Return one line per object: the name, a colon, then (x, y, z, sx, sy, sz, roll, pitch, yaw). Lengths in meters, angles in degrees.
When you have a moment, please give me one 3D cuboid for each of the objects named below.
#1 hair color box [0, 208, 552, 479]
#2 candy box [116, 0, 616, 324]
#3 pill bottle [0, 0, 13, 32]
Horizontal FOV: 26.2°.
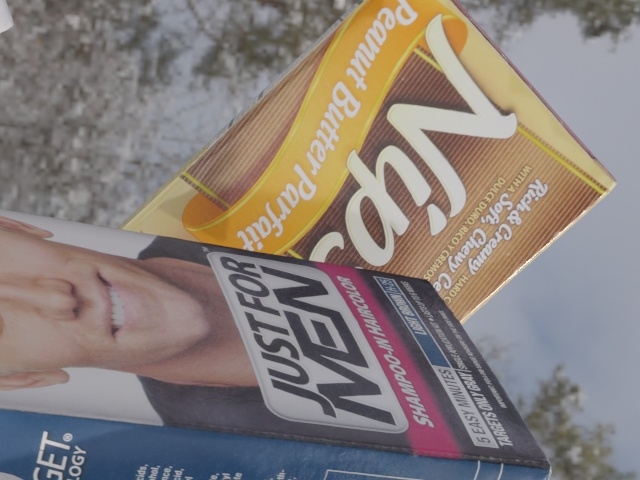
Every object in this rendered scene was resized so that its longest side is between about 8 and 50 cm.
hair color box: (-0.094, 0.073, 0.602, 0.174, 0.347, 0.105, -120, -136, -59)
candy box: (0.000, 0.000, 0.849, 0.316, 0.183, 0.087, -43, -171, 6)
pill bottle: (-0.177, -0.154, 0.476, 0.108, 0.108, 0.193, 9, -60, 58)
